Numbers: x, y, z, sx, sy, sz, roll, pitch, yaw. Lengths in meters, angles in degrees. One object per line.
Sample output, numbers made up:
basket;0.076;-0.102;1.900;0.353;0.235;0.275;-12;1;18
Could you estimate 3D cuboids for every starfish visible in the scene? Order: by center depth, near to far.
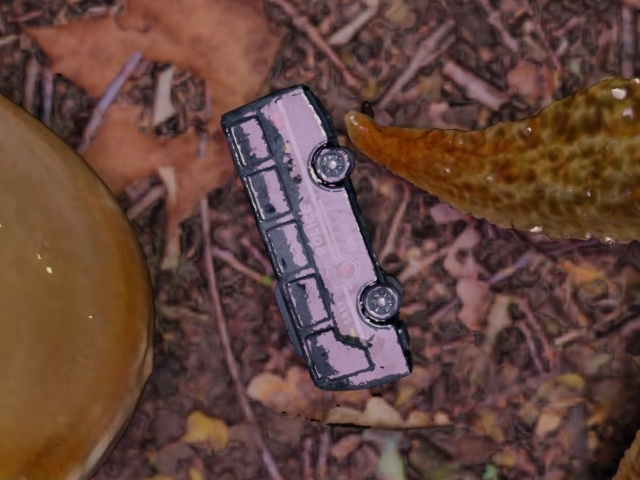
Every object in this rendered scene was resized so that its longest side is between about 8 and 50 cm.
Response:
starfish;0.229;-0.028;0.570;0.384;0.132;0.398;-26;105;26

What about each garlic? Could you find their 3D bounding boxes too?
garlic;-0.171;0.020;0.584;0.145;0.164;0.244;-19;89;19

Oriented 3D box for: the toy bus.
toy bus;0.000;0.000;0.638;0.065;0.047;0.166;-19;93;7
